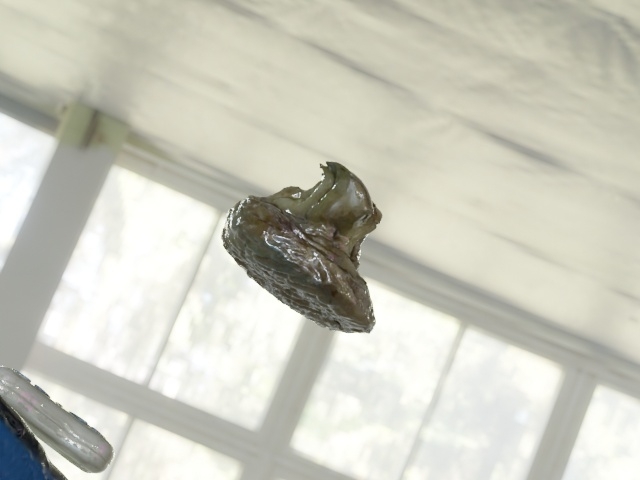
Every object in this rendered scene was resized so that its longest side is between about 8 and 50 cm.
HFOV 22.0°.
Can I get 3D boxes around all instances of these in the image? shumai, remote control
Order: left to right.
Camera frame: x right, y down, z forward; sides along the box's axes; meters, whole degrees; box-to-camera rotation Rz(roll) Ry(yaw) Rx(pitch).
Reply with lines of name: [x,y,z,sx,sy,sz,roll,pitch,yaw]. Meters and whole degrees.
remote control: [-0.222,0.145,1.336,0.122,0.032,0.074,38,-15,-9]
shumai: [0.000,0.000,1.793,0.209,0.153,0.161,30,-9,33]

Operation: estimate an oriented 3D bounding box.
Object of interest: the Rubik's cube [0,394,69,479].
Rubik's cube: [-0.190,0.123,0.606,0.180,0.167,0.183,26,-24,34]
